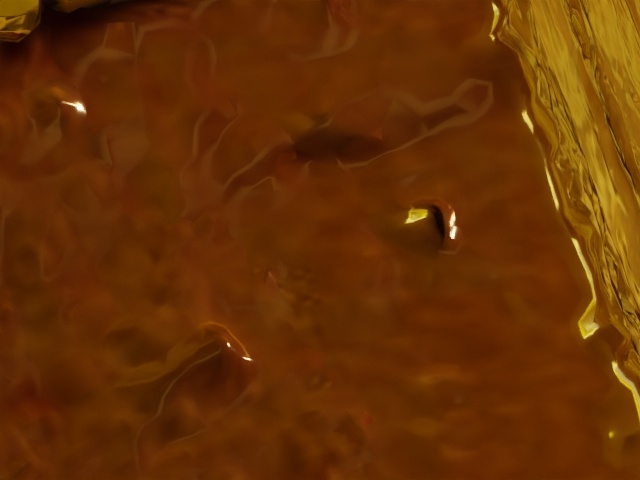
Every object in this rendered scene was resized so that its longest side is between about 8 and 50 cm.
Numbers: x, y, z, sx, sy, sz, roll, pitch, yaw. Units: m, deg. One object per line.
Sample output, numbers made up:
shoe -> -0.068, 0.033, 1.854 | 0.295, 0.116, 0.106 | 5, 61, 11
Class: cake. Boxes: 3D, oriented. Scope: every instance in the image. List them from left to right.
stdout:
cake -> 0.000, 0.000, 0.512 | 0.198, 0.196, 0.293 | -20, 14, 19
